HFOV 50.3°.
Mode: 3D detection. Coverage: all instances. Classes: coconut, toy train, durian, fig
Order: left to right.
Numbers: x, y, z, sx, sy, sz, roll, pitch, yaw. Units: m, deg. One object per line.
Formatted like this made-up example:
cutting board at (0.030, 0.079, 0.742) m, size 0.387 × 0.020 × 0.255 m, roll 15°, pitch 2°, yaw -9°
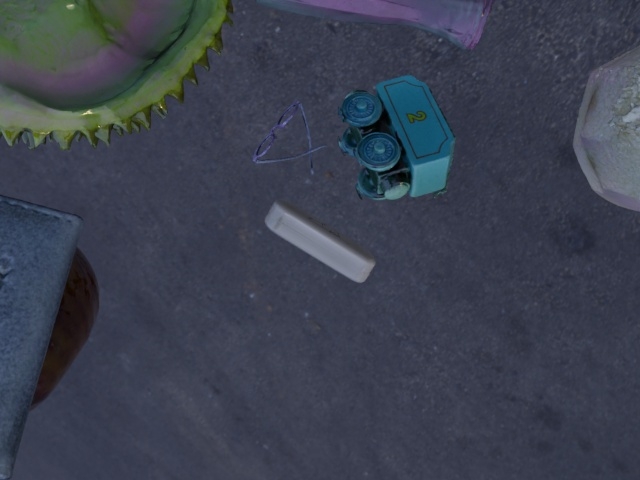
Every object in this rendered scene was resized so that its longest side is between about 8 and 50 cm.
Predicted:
fig at (-0.358, 0.087, 0.734) m, size 0.215 × 0.234 × 0.235 m, roll 19°, pitch 152°, yaw -37°
durian at (-0.186, -0.208, 0.607) m, size 0.158 × 0.355 × 0.169 m, roll -1°, pitch 145°, yaw 28°
toy train at (0.120, -0.160, 1.077) m, size 0.112 × 0.163 × 0.203 m, roll 83°, pitch 169°, yaw -62°
coconut at (0.533, -0.176, 0.997) m, size 0.298 × 0.309 × 0.297 m, roll 0°, pitch 100°, yaw -1°

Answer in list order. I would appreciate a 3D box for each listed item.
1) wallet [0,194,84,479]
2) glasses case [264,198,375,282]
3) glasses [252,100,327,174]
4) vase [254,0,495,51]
wallet at (-0.259, 0.031, 0.365) m, size 0.222 × 0.167 × 0.036 m, roll 16°, pitch 156°, yaw -17°
glasses case at (0.000, 0.000, 1.125) m, size 0.196 × 0.083 × 0.050 m, roll 31°, pitch 105°, yaw -5°
glasses at (-0.046, -0.177, 1.267) m, size 0.104 × 0.139 × 0.062 m, roll 36°, pitch 176°, yaw -23°
vase at (0.050, -0.233, 0.634) m, size 0.214 × 0.086 × 0.086 m, roll 16°, pitch 133°, yaw -3°
